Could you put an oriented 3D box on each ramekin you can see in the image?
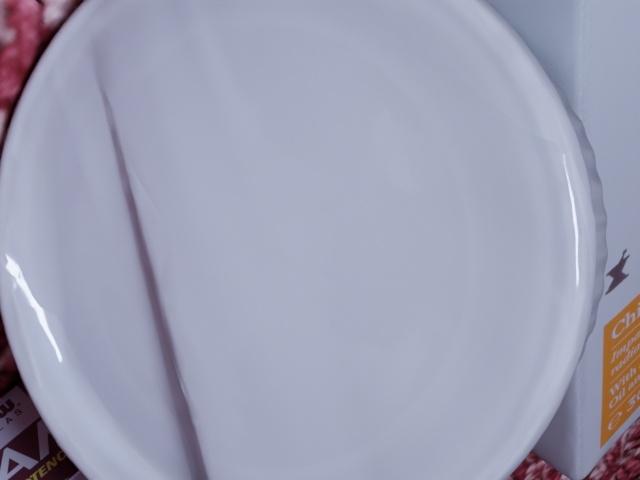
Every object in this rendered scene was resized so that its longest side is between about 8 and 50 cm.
[{"bbox_3d":[0.000,0.000,0.700,0.273,0.273,0.127,-63,159,15],"label":"ramekin"}]

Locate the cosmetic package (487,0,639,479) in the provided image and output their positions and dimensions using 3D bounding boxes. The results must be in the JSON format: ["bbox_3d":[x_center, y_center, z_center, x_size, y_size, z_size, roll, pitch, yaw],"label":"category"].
[{"bbox_3d":[0.150,-0.098,0.871,0.230,0.161,0.453,-41,145,-23],"label":"cosmetic package"}]

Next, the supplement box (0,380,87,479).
[{"bbox_3d":[-0.115,0.162,0.869,0.130,0.073,0.239,-40,144,-19],"label":"supplement box"}]
